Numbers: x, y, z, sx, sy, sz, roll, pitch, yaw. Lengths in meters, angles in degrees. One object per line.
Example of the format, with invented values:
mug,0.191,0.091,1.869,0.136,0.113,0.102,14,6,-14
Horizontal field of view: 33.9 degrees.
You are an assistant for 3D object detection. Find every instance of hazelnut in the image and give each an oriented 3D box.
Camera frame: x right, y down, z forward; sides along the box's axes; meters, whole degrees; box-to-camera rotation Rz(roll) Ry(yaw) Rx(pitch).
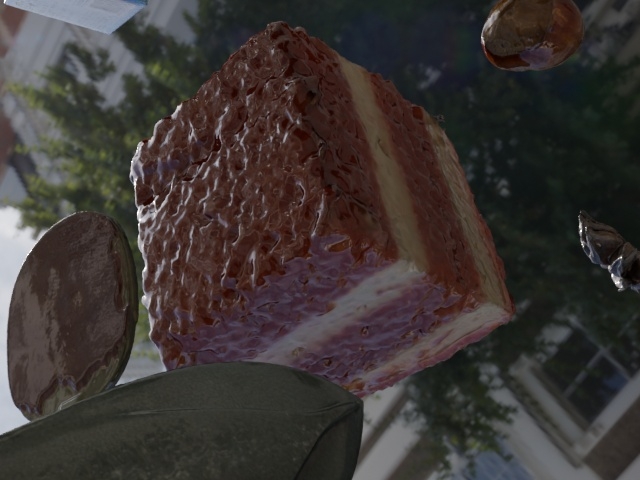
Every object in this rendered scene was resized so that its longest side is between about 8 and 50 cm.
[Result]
hazelnut,0.184,-0.181,0.901,0.086,0.086,0.086,27,-155,-14

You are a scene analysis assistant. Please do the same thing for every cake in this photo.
cake,0.000,0.000,1.059,0.319,0.270,0.269,25,-140,-43

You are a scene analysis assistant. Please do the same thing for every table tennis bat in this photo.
table tennis bat,-0.166,0.086,0.704,0.022,0.131,0.234,25,-136,-48

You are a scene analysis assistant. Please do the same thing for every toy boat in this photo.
toy boat,-0.093,0.146,0.550,0.319,0.092,0.141,-20,-105,-39

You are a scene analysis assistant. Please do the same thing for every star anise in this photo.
star anise,0.445,0.033,1.553,0.195,0.065,0.182,33,-167,-17

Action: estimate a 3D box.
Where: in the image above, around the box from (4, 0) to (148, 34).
box,-0.294,-0.322,1.272,0.142,0.083,0.232,12,179,-22
